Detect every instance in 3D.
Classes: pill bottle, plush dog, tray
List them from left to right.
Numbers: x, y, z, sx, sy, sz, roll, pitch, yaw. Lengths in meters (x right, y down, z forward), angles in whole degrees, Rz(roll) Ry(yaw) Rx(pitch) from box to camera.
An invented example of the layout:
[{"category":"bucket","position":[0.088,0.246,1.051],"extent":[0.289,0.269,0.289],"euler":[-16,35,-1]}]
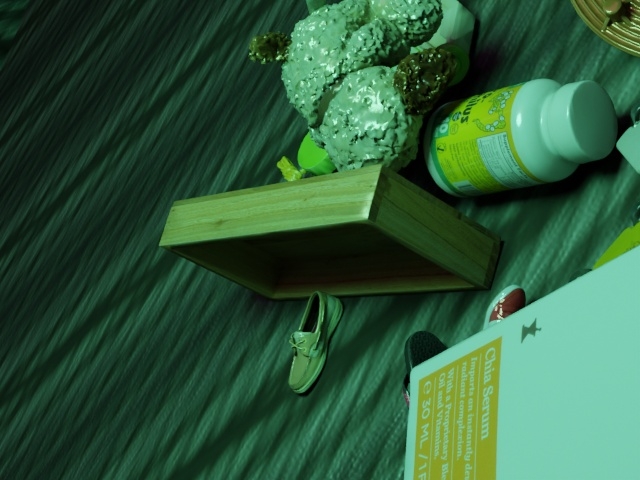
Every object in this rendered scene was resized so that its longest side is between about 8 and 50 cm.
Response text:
[{"category":"tray","position":[0.000,0.000,1.463],"extent":[0.410,0.202,0.076],"euler":[-8,61,50]},{"category":"plush dog","position":[0.045,-0.173,1.422],"extent":[0.225,0.210,0.262],"euler":[57,131,39]},{"category":"pill bottle","position":[0.227,-0.119,1.350],"extent":[0.208,0.117,0.118],"euler":[-9,56,50]}]

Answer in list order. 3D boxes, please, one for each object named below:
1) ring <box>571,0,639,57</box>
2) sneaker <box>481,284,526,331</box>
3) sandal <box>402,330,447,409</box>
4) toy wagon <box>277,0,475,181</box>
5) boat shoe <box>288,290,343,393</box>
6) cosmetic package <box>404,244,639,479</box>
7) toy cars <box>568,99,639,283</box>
[{"category":"ring","position":[0.416,-0.350,1.274],"extent":[0.336,0.032,0.337],"euler":[-12,67,28]},{"category":"sneaker","position":[0.198,0.108,1.263],"extent":[0.118,0.042,0.067],"euler":[-63,28,4]},{"category":"sandal","position":[0.116,0.175,1.298],"extent":[0.040,0.067,0.179],"euler":[-45,35,38]},{"category":"toy wagon","position":[0.071,-0.210,1.681],"extent":[0.344,0.068,0.267],"euler":[-51,33,11]},{"category":"boat shoe","position":[-0.016,0.128,1.524],"extent":[0.050,0.045,0.135],"euler":[-6,58,51]},{"category":"cosmetic package","position":[0.259,0.155,0.962],"extent":[0.453,0.161,0.230],"euler":[-37,36,46]},{"category":"toy cars","position":[0.353,-0.048,1.158],"extent":[0.176,0.087,0.394],"euler":[-22,40,64]}]
